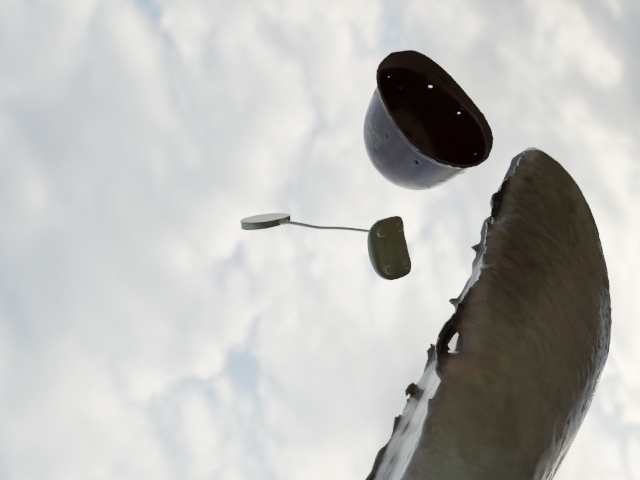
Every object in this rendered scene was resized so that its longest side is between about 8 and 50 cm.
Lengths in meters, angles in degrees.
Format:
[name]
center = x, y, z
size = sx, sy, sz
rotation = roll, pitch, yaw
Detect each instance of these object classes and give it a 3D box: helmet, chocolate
[helmet]
center = 0.105, -0.127, 1.544
size = 0.155, 0.106, 0.175
rotation = 1, -123, -37
[chocolate]
center = 0.090, 0.085, 0.714
size = 0.100, 0.185, 0.303
rotation = 28, -148, 5

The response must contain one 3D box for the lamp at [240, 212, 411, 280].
[lamp]
center = 0.000, 0.000, 1.260
size = 0.050, 0.198, 0.056
rotation = -20, -72, -42
